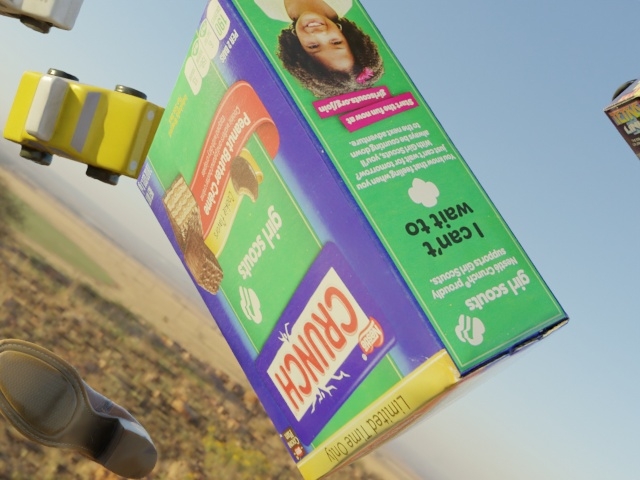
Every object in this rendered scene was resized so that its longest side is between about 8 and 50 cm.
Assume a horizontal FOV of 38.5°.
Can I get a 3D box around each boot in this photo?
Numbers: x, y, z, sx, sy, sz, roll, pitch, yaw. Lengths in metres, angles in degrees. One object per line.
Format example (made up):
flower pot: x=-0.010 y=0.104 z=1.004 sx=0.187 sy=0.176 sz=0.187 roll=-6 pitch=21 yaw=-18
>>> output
boot: x=-0.363 y=0.225 z=1.293 sx=0.283 sy=0.109 sz=0.220 roll=36 pitch=-12 yaw=-23

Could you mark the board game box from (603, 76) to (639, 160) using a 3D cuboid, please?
board game box: x=0.310 y=-0.091 z=0.665 sx=0.141 sy=0.170 sz=0.048 roll=52 pitch=-19 yaw=-4

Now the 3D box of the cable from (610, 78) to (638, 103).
cable: x=0.376 y=-0.121 z=0.904 sx=0.151 sy=0.047 sz=0.185 roll=8 pitch=6 yaw=-45

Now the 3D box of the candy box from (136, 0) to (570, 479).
candy box: x=0.000 y=0.000 z=0.713 sx=0.317 sy=0.122 sz=0.268 roll=57 pitch=-34 yaw=14

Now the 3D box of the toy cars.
toy cars: x=-0.306 y=-0.212 z=0.975 sx=0.393 sy=0.176 sz=0.087 roll=61 pitch=14 yaw=21
